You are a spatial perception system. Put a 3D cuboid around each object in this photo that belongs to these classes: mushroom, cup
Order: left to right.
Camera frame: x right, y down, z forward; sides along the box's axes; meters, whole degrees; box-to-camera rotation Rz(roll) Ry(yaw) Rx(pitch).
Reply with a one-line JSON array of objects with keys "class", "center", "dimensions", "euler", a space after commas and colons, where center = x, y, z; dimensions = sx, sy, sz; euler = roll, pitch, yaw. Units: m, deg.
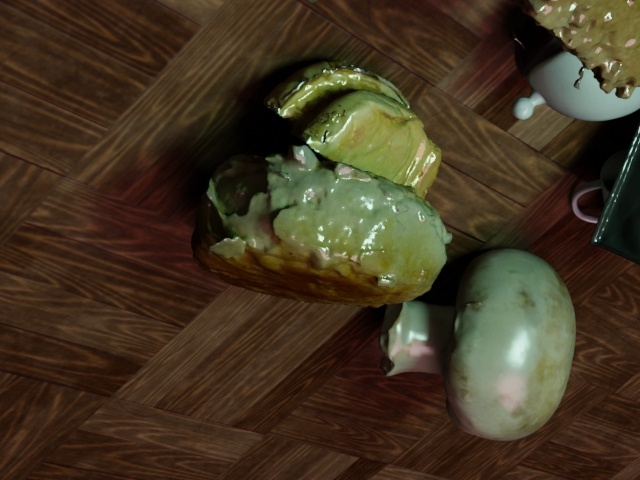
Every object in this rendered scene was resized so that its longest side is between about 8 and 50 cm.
[{"class": "mushroom", "center": [0.233, 0.149, 1.826], "dimensions": [0.290, 0.297, 0.297], "euler": [10, 144, 13]}, {"class": "cup", "center": [0.453, -0.066, 1.803], "dimensions": [0.099, 0.136, 0.133], "euler": [-56, 148, -21]}]

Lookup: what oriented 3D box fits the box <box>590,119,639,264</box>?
[{"class": "box", "center": [0.566, -0.088, 1.602], "dimensions": [0.204, 0.251, 0.345], "euler": [13, 103, -36]}]

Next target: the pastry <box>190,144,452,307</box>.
[{"class": "pastry", "center": [0.000, 0.000, 1.450], "dimensions": [0.330, 0.136, 0.329], "euler": [11, 166, 3]}]

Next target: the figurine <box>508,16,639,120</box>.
[{"class": "figurine", "center": [0.401, -0.240, 1.444], "dimensions": [0.370, 0.167, 0.281], "euler": [-11, 174, 7]}]

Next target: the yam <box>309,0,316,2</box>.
[{"class": "yam", "center": [-0.009, -0.375, 1.191], "dimensions": [0.045, 0.045, 0.327], "euler": [-34, 149, -28]}]

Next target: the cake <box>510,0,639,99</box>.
[{"class": "cake", "center": [0.289, -0.337, 1.205], "dimensions": [0.282, 0.290, 0.256], "euler": [-41, 143, 19]}]

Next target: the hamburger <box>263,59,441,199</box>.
[{"class": "hamburger", "center": [0.045, -0.136, 1.461], "dimensions": [0.131, 0.124, 0.262], "euler": [-57, 142, 4]}]
